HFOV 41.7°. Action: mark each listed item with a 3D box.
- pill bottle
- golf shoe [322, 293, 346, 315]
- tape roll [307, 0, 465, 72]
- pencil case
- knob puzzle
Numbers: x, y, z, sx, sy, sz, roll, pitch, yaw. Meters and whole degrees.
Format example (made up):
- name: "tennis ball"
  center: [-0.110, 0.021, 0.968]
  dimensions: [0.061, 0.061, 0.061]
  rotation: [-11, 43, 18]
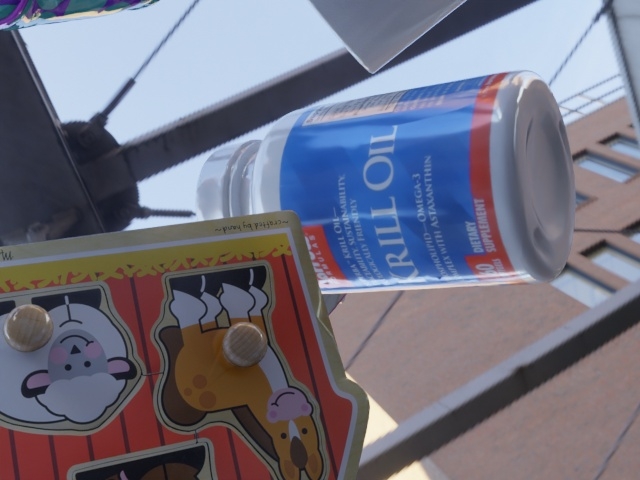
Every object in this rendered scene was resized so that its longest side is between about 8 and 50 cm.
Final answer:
- name: "pill bottle"
  center: [0.035, -0.028, 0.530]
  dimensions: [0.124, 0.221, 0.124]
  rotation: [14, -107, -56]
- name: "golf shoe"
  center: [0.000, 0.000, 1.061]
  dimensions: [0.140, 0.115, 0.306]
  rotation: [25, -80, -44]
- name: "tape roll"
  center: [0.037, -0.294, 0.737]
  dimensions: [0.169, 0.246, 0.246]
  rotation: [-37, -56, 12]
- name: "pencil case"
  center: [-0.146, -0.160, 0.482]
  dimensions: [0.064, 0.152, 0.070]
  rotation: [45, -60, 1]
- name: "knob puzzle"
  center: [-0.063, 0.084, 0.342]
  dimensions: [0.213, 0.030, 0.213]
  rotation: [8, -113, -18]
